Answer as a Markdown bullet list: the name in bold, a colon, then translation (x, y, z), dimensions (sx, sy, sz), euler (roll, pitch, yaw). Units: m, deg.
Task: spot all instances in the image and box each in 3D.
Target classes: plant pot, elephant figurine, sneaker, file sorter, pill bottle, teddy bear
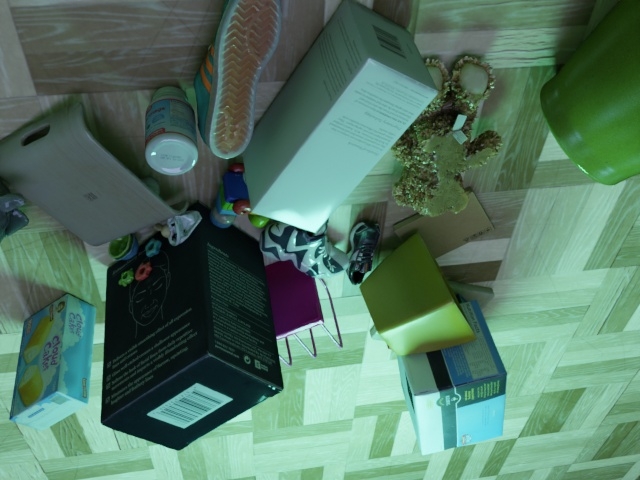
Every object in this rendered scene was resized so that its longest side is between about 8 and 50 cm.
- **plant pot**: translation (0.599, -0.283, 1.205), dimensions (0.367, 0.366, 0.353), euler (21, 140, -32)
- **elephant figurine**: translation (-0.645, -0.029, 1.295), dimensions (0.169, 0.186, 0.239), euler (-28, 150, -23)
- **sneaker**: translation (0.103, 0.035, 1.596), dimensions (0.072, 0.077, 0.178), euler (-2, 136, -14)
- **file sorter**: translation (-0.116, 0.198, 1.627), dimensions (0.291, 0.202, 0.182), euler (-21, 139, 9)
- **pill bottle**: translation (-0.260, -0.195, 1.188), dimensions (0.087, 0.160, 0.087), euler (-7, 138, -7)
- **teddy bear**: translation (0.236, -0.210, 1.357), dimensions (0.245, 0.113, 0.337), euler (-21, 131, -1)
- **sneaker**: translation (-0.156, -0.298, 1.150), dimensions (0.108, 0.121, 0.302), euler (1, 117, -37)
- **sneaker**: translation (0.000, 0.000, 1.504), dimensions (0.235, 0.094, 0.153), euler (25, 139, -28)
- **plant pot**: translation (0.215, 0.147, 1.597), dimensions (0.187, 0.212, 0.212), euler (-28, 140, 9)

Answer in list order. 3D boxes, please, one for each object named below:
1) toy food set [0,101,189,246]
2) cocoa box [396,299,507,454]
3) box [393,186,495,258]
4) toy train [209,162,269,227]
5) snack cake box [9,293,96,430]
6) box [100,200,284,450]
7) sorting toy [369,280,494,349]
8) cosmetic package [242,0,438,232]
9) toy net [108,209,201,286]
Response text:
- **toy food set**: translation (-0.430, -0.117, 1.303), dimensions (0.220, 0.092, 0.306), euler (-18, 138, 23)
- **cocoa box**: translation (0.331, 0.357, 1.753), dimensions (0.228, 0.231, 0.347), euler (-14, 139, 1)
- **box**: translation (0.294, -0.030, 1.614), dimensions (0.201, 0.021, 0.164), euler (-27, 136, 16)
- **toy train**: translation (-0.100, -0.074, 1.423), dimensions (0.248, 0.105, 0.143), euler (4, 152, -28)
- **snack cake box**: translation (-0.597, 0.270, 1.535), dimensions (0.152, 0.264, 0.089), euler (-32, 135, 20)
- **box**: translation (-0.274, 0.175, 1.415), dimensions (0.294, 0.395, 0.212), euler (-34, 135, 22)
- **sorting toy**: translation (0.308, 0.225, 1.845), dimensions (0.256, 0.089, 0.257), euler (11, 133, -24)
- **cosmetic package**: translation (0.015, -0.211, 1.217), dimensions (0.155, 0.196, 0.365), euler (17, 132, -30)
- **toy net**: translation (-0.342, 0.004, 1.400), dimensions (0.232, 0.122, 0.045), euler (-26, 141, 26)
